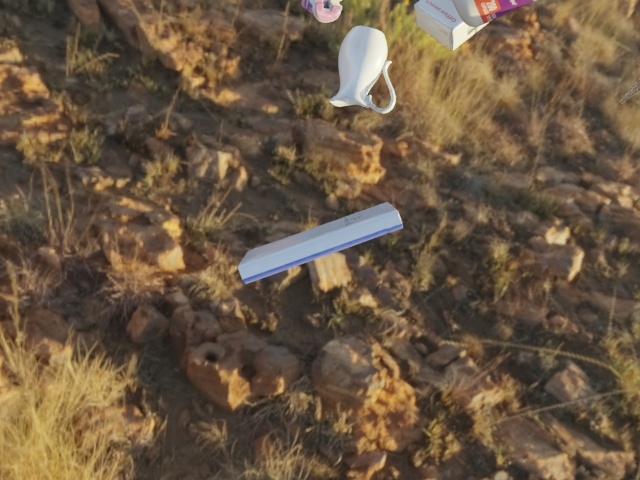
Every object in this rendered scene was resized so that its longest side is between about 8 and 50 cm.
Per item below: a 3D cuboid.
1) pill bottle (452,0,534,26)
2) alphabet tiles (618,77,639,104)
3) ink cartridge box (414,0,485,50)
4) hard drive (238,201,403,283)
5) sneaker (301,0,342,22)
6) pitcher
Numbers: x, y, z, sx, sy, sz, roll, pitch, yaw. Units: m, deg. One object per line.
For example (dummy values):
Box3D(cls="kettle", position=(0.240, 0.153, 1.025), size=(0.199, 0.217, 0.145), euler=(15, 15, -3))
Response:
Box3D(cls="pill bottle", position=(0.371, -0.513, 1.184), size=(0.181, 0.323, 0.181), euler=(50, 29, -41))
Box3D(cls="alphabet tiles", position=(0.691, -0.379, 1.323), size=(0.009, 0.198, 0.237), euler=(41, 82, 4))
Box3D(cls="ink cartridge box", position=(0.402, -0.671, 1.981), size=(0.218, 0.092, 0.158), euler=(-38, 61, -11))
Box3D(cls="hard drive", position=(0.000, 0.000, 1.396), size=(0.319, 0.040, 0.210), euler=(-20, 7, 3))
Box3D(cls="sneaker", position=(-0.002, -0.637, 1.614), size=(0.095, 0.236, 0.104), euler=(-6, 23, -32))
Box3D(cls="pitcher", position=(0.128, -0.448, 1.827), size=(0.178, 0.207, 0.125), euler=(15, 3, 7))
